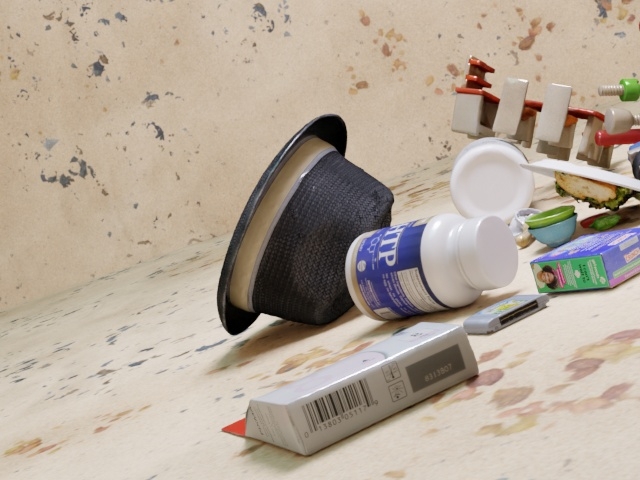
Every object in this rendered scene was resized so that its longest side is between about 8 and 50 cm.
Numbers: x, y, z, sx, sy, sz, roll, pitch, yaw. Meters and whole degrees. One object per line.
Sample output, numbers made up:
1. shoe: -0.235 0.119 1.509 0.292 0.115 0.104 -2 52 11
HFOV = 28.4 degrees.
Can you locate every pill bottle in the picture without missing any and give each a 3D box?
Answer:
1. pill bottle: 0.131 0.028 1.480 0.186 0.112 0.112 -14 8 41
2. pill bottle: 0.276 -0.099 2.048 0.131 0.131 0.229 -19 7 10

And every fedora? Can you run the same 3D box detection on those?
1. fedora: 0.000 0.000 1.698 0.152 0.334 0.334 24 21 14

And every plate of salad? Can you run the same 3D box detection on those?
1. plate of salad: 0.357 -0.067 1.670 0.199 0.048 0.200 13 2 0

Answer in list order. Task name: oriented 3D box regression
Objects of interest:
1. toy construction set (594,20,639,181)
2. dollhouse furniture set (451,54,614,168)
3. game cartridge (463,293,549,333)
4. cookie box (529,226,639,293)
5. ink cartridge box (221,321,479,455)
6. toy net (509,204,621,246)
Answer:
1. toy construction set: 0.554 -0.192 1.808 0.237 0.258 0.309 -3 -5 -8
2. dollhouse furniture set: 0.358 -0.224 2.126 0.259 0.135 0.262 13 1 31
3. game cartridge: 0.192 0.076 1.323 0.083 0.017 0.056 -23 3 -27
4. cookie box: 0.295 0.021 1.355 0.091 0.040 0.107 -23 7 -33
5. ink cartridge box: 0.013 0.133 1.208 0.189 0.066 0.232 -22 11 -23
6. toy net: 0.313 -0.029 1.720 0.122 0.045 0.232 -21 6 -9
